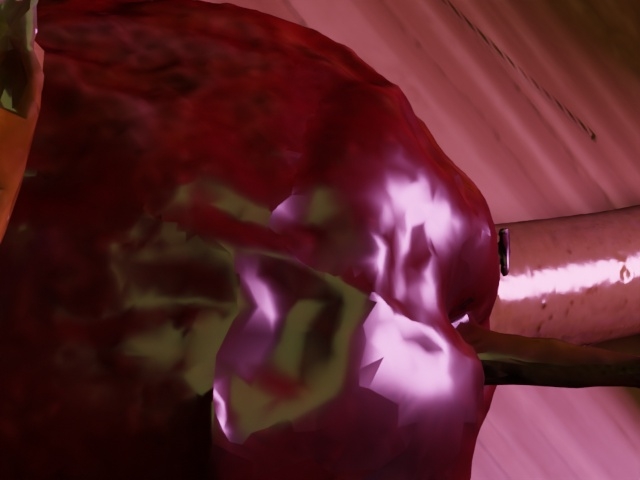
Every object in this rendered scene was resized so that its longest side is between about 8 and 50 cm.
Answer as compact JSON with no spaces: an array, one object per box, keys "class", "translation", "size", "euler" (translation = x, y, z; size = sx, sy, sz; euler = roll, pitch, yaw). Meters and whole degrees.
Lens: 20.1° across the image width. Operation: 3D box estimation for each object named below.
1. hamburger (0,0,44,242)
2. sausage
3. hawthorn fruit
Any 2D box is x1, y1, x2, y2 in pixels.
[{"class":"hamburger","translation":[-0.300,0.049,0.370],"size":[0.445,0.287,0.268],"euler":[-15,34,-37]},{"class":"sausage","translation":[0.101,0.016,0.784],"size":[0.301,0.066,0.066],"euler":[-6,69,-37]},{"class":"hawthorn fruit","translation":[-0.026,0.034,0.579],"size":[0.266,0.210,0.230],"euler":[5,42,1]}]
